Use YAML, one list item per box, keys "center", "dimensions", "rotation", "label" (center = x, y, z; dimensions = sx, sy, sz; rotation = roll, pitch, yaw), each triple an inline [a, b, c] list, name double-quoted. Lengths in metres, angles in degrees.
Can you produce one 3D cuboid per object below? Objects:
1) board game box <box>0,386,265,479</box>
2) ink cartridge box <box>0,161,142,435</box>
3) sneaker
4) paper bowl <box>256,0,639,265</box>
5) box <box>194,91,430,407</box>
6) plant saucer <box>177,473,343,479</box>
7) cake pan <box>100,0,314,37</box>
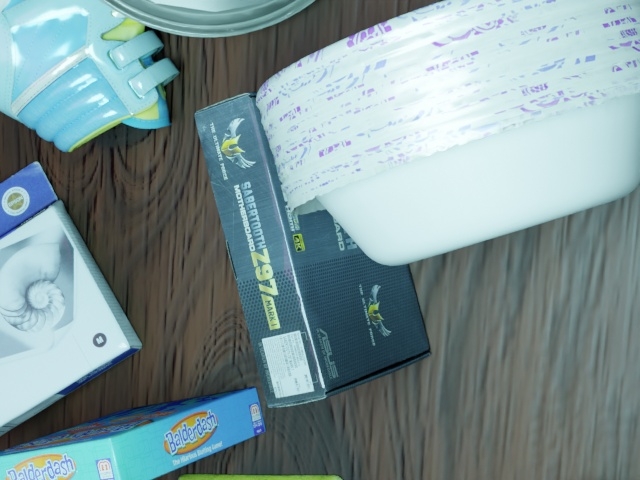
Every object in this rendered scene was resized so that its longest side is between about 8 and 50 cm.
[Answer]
- center: [-0.172, 0.180, 1.073]
  dimensions: [0.160, 0.210, 0.047]
  rotation: [-13, 89, 30]
  label: "board game box"
- center: [-0.321, 0.066, 1.194]
  dimensions: [0.223, 0.045, 0.224]
  rotation: [-33, 78, 4]
  label: "ink cartridge box"
- center: [-0.176, -0.219, 1.098]
  dimensions: [0.208, 0.127, 0.319]
  rotation: [39, 97, -4]
  label: "sneaker"
- center: [0.109, -0.076, 0.840]
  dimensions: [0.284, 0.284, 0.148]
  rotation: [-17, 88, 30]
  label: "paper bowl"
- center: [0.000, 0.000, 0.969]
  dimensions: [0.059, 0.183, 0.232]
  rotation: [-15, 87, 30]
  label: "box"
- center: [-0.057, 0.311, 1.117]
  dimensions: [0.188, 0.045, 0.188]
  rotation: [-6, 92, 30]
  label: "plant saucer"
- center: [-0.089, -0.306, 0.967]
  dimensions: [0.293, 0.054, 0.293]
  rotation: [-2, 104, -7]
  label: "cake pan"
